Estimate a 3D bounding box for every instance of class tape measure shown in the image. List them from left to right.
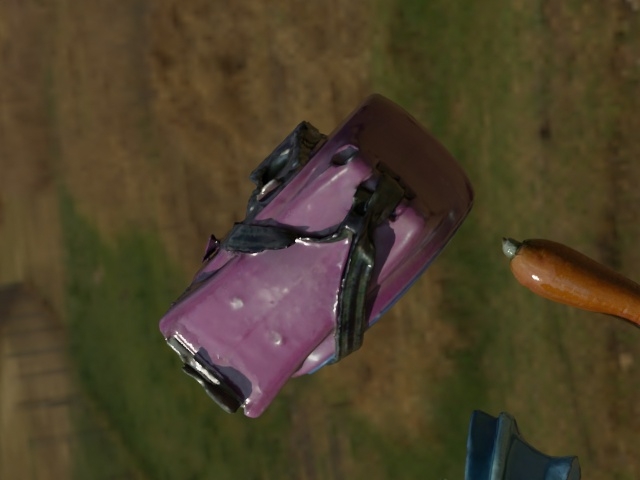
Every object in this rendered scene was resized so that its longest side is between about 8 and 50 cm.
[{"bbox_3d":[0.000,0.000,1.326,0.149,0.231,0.245,42,-166,-3],"label":"tape measure"}]

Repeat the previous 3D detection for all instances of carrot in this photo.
[{"bbox_3d":[0.172,0.033,1.053,0.035,0.142,0.035,-64,2,4],"label":"carrot"}]

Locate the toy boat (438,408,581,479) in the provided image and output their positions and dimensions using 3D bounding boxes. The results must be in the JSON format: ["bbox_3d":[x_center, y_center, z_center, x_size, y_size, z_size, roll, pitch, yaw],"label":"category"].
[{"bbox_3d":[0.093,0.218,1.013,0.109,0.098,0.238,10,-92,-62],"label":"toy boat"}]
